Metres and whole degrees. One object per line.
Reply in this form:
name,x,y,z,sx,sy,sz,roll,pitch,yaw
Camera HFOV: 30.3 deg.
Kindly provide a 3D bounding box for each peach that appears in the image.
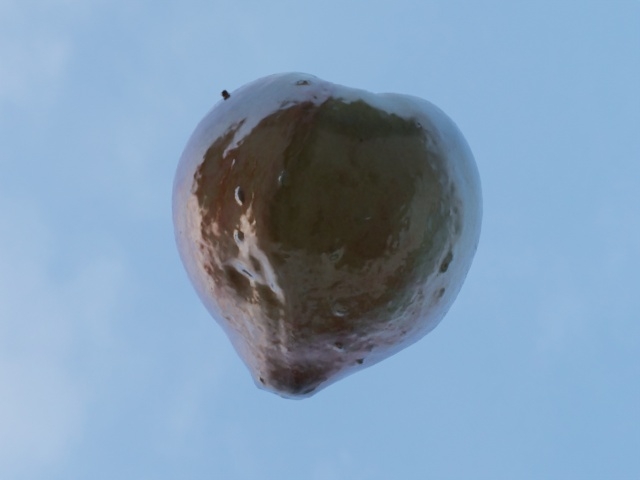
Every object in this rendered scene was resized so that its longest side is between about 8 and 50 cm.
peach,0.000,0.000,0.826,0.232,0.232,0.233,0,-82,-3
